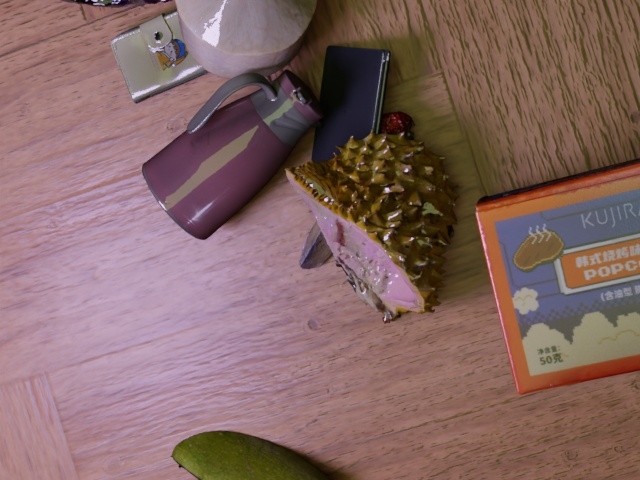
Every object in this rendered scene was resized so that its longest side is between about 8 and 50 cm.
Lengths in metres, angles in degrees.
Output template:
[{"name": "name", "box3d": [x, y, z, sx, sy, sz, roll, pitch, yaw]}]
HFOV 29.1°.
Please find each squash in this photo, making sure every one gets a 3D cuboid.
[{"name": "squash", "box3d": [-0.090, 0.354, 1.900, 0.252, 0.169, 0.093, 25, 96, 43]}]

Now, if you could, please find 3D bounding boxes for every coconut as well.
[{"name": "coconut", "box3d": [-0.106, -0.338, 1.742, 0.202, 0.222, 0.202, 1, 78, -6]}]

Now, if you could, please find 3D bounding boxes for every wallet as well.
[{"name": "wallet", "box3d": [-0.233, -0.287, 1.875, 0.155, 0.039, 0.110, -21, 93, 12]}]

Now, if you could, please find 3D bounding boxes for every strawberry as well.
[{"name": "strawberry", "box3d": [0.096, -0.155, 1.805, 0.083, 0.073, 0.073, 12, 96, 20]}]

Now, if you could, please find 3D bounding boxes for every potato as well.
[{"name": "potato", "box3d": [0.001, 0.000, 1.854, 0.037, 0.036, 0.093, 15, 120, -26]}]

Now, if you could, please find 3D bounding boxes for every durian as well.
[{"name": "durian", "box3d": [0.111, -0.042, 1.755, 0.196, 0.185, 0.305, -42, 109, -17]}]

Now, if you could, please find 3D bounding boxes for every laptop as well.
[{"name": "laptop", "box3d": [0.044, -0.193, 1.807, 0.129, 0.016, 0.180, 14, 97, 45]}]

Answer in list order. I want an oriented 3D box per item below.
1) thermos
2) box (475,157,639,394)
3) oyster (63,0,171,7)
[{"name": "thermos", "box3d": [-0.124, -0.142, 1.795, 0.265, 0.176, 0.146, -40, 50, 13]}, {"name": "box", "box3d": [0.404, 0.024, 1.626, 0.349, 0.318, 0.256, -13, 89, 13]}, {"name": "oyster", "box3d": [-0.330, -0.446, 1.856, 0.275, 0.100, 0.271, 40, 85, 11]}]
